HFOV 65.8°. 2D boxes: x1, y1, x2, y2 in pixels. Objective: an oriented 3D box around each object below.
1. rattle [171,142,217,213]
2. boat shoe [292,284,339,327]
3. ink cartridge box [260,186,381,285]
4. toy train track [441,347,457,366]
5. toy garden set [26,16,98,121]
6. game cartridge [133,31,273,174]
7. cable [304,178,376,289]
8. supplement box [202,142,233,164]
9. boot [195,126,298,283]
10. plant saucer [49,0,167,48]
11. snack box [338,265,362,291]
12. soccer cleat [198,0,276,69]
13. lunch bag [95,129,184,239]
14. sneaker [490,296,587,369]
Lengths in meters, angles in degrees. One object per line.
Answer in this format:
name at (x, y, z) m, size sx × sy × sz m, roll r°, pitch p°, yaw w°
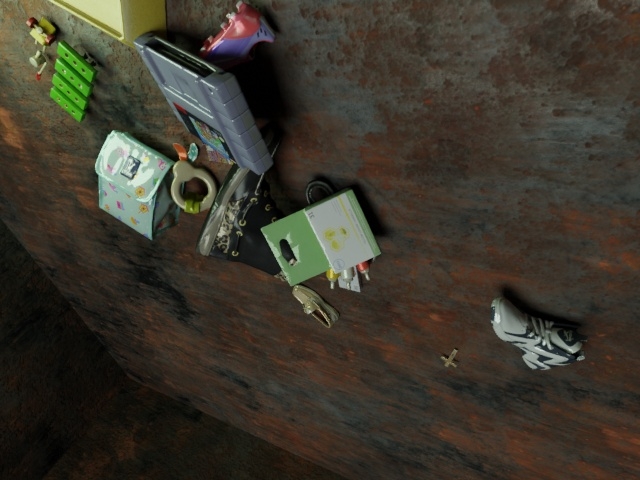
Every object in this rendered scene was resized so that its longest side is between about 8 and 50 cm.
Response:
rattle at (-0.363, -0.185, 1.401) m, size 0.130 × 0.142 × 0.199 m, roll -16°, pitch 107°, yaw 10°
boat shoe at (-0.021, 0.204, 1.524) m, size 0.170 × 0.059 × 0.063 m, roll 36°, pitch 143°, yaw 0°
ink cartridge box at (0.000, 0.000, 1.158) m, size 0.235 × 0.056 × 0.171 m, roll -25°, pitch 105°, yaw 4°
toy train track at (0.368, 0.326, 1.389) m, size 0.048 × 0.014 × 0.083 m, roll 31°, pitch 138°, yaw 19°
toy garden set at (-0.705, -0.470, 1.354) m, size 0.204 × 0.049 × 0.244 m, roll 43°, pitch 143°, yaw -12°
game cartridge at (-0.252, -0.289, 1.050) m, size 0.355 × 0.068 × 0.230 m, roll 36°, pitch 156°, yaw 37°
cable at (0.056, -0.017, 1.200) m, size 0.140 × 0.072 × 0.287 m, roll -15°, pitch 116°, yaw 4°
supplement box at (-0.247, -0.228, 1.251) m, size 0.083 × 0.043 × 0.055 m, roll 13°, pitch 138°, yaw 27°
boot at (-0.116, -0.067, 1.231) m, size 0.284 × 0.138 × 0.377 m, roll 26°, pitch 114°, yaw -17°
plant saucer at (-0.481, -0.579, 1.031) m, size 0.333 × 0.081 × 0.332 m, roll 30°, pitch 142°, yaw 8°
snack box at (0.072, 0.067, 1.334) m, size 0.064 × 0.022 × 0.178 m, roll 13°, pitch 137°, yaw 26°
soccer cleat at (-0.188, -0.385, 1.013) m, size 0.095 × 0.083 × 0.248 m, roll 37°, pitch 147°, yaw -25°
lunch bag at (-0.526, -0.168, 1.447) m, size 0.223 × 0.160 × 0.262 m, roll 31°, pitch 132°, yaw 13°
sneaker at (0.492, 0.200, 1.088) m, size 0.153 × 0.094 × 0.235 m, roll -20°, pitch 116°, yaw 47°
